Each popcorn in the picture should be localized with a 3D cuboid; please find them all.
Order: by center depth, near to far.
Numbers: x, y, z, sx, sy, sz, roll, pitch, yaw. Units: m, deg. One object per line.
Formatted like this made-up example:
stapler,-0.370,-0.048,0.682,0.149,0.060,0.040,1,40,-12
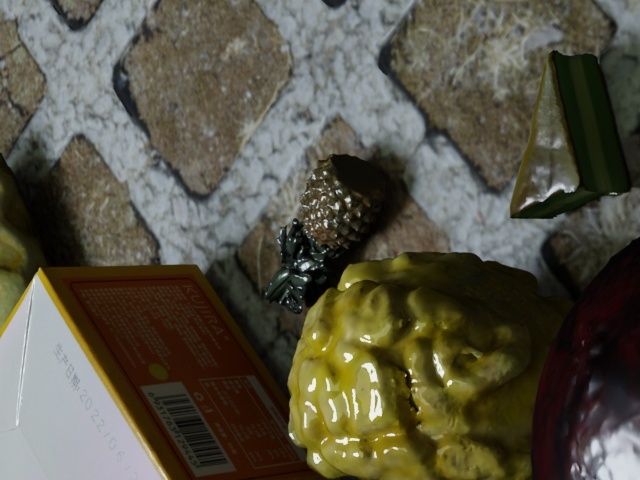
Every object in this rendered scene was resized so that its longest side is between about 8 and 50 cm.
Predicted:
popcorn,0.104,0.113,1.477,0.250,0.250,0.190,33,125,37

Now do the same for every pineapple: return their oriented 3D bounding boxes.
pineapple,0.000,0.000,1.693,0.074,0.074,0.159,50,127,30

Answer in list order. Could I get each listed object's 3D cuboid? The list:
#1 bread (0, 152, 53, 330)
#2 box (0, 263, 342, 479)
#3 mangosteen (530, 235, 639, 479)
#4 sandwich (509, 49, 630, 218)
bread,-0.329,0.051,1.947,0.152,0.130,0.268,99,149,-67
box,-0.171,0.205,1.749,0.283,0.213,0.259,55,126,28
mangosteen,0.343,0.146,1.211,0.381,0.421,0.381,167,90,-81
sandwich,0.184,-0.083,1.518,0.074,0.074,0.116,-21,75,40
